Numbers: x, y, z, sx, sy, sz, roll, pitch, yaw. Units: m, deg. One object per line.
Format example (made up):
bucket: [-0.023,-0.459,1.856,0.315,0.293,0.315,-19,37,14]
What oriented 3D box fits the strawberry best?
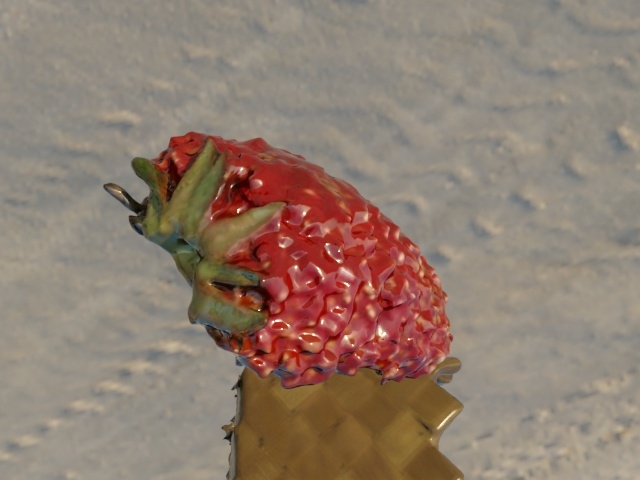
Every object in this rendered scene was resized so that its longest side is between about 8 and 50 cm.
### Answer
strawberry: [0.002,-0.004,0.797,0.208,0.167,0.087,-1,140,-49]

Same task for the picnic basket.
picnic basket: [0.074,0.248,1.127,0.321,0.291,0.254,4,154,-6]
